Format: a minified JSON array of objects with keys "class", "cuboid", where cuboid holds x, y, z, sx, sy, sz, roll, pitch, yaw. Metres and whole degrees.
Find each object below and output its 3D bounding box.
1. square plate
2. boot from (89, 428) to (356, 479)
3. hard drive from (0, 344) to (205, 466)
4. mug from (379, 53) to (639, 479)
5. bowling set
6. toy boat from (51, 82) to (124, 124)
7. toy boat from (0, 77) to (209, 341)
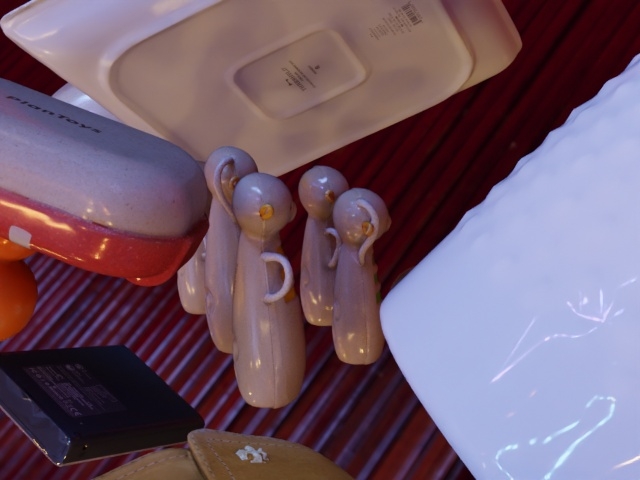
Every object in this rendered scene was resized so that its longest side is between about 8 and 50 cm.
[{"class":"square plate","cuboid":[-0.023,-0.156,0.947,0.344,0.049,0.347,-23,153,14]},{"class":"boot","cuboid":[0.046,0.127,0.392,0.211,0.295,0.104,-140,53,-63]},{"class":"hard drive","cuboid":[-0.149,0.105,0.753,0.094,0.022,0.135,37,-163,27]},{"class":"mug","cuboid":[0.261,0.027,0.532,0.374,0.328,0.276,32,-164,-53]},{"class":"bowling set","cuboid":[0.000,0.000,0.850,0.287,0.200,0.154,-147,53,-65]},{"class":"toy boat","cuboid":[-0.153,-0.141,1.212,0.318,0.267,0.148,-12,114,40]},{"class":"toy boat","cuboid":[-0.191,-0.010,0.684,0.231,0.151,0.151,21,-167,3]}]
